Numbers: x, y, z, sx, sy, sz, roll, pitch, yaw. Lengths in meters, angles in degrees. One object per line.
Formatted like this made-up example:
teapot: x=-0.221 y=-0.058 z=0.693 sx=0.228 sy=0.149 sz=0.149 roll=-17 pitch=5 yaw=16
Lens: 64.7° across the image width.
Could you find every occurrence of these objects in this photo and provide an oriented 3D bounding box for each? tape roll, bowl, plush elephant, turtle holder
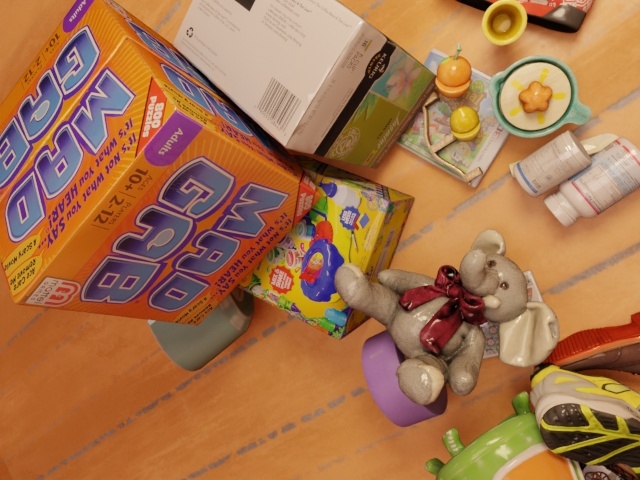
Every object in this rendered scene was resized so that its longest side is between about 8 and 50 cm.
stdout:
tape roll: x=0.169 y=0.265 z=1.004 sx=0.080 sy=0.189 sz=0.189 roll=-32 pitch=83 yaw=26
bowl: x=-0.261 y=0.123 z=1.154 sx=0.163 sy=0.311 sz=0.311 roll=-21 pitch=88 yaw=8
plush elephant: x=0.244 y=0.111 z=0.872 sx=0.255 sy=0.330 sz=0.272 roll=-48 pitch=47 yaw=17
turtle holder: x=0.329 y=0.452 z=0.898 sx=0.227 sy=0.243 sz=0.320 roll=57 pitch=138 yaw=36

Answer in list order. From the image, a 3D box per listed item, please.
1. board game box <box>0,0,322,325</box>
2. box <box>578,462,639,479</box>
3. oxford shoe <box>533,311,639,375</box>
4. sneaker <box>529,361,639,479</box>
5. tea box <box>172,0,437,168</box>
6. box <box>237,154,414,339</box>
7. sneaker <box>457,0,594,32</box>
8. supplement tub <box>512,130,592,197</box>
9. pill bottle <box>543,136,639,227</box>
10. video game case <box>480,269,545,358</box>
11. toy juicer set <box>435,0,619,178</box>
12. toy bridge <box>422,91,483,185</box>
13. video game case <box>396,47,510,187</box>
board game box: x=-0.295 y=-0.116 z=0.869 sx=0.356 sy=0.356 sz=0.356 roll=-46 pitch=59 yaw=13
box: x=0.520 y=0.533 z=0.955 sx=0.159 sy=0.044 sz=0.233 roll=33 pitch=110 yaw=18
oxford shoe: x=0.517 y=0.203 z=0.883 sx=0.271 sy=0.097 sz=0.098 roll=-27 pitch=92 yaw=27
sneaker: x=0.527 y=0.302 z=0.837 sx=0.385 sy=0.147 sz=0.145 roll=25 pitch=119 yaw=-11
tea box: x=-0.016 y=-0.321 z=0.910 sx=0.329 sy=0.323 sz=0.220 roll=45 pitch=114 yaw=25
box: x=0.000 y=0.000 z=1.055 sx=0.279 sy=0.177 sz=0.290 roll=24 pitch=107 yaw=22
sneaker: x=0.344 y=-0.470 z=0.871 sx=0.270 sy=0.090 sz=0.145 roll=26 pitch=107 yaw=17
supplement tub: x=0.392 y=-0.128 z=0.859 sx=0.107 sy=0.071 sz=0.071 roll=-37 pitch=81 yaw=33
pill bottle: x=0.471 y=-0.094 z=0.863 sx=0.160 sy=0.087 sz=0.087 roll=-40 pitch=80 yaw=25
video game case: x=0.360 y=0.148 z=0.989 sx=0.157 sy=0.019 sz=0.143 roll=-22 pitch=87 yaw=27
toy juicer set: x=0.336 y=-0.221 z=0.871 sx=0.209 sy=0.089 sz=0.329 roll=-39 pitch=98 yaw=25
toy bridge: x=0.240 y=-0.188 z=0.968 sx=0.063 sy=0.026 sz=0.188 roll=-30 pitch=85 yaw=28
video game case: x=0.260 y=-0.237 z=0.979 sx=0.212 sy=0.023 sz=0.193 roll=34 pitch=110 yaw=18
